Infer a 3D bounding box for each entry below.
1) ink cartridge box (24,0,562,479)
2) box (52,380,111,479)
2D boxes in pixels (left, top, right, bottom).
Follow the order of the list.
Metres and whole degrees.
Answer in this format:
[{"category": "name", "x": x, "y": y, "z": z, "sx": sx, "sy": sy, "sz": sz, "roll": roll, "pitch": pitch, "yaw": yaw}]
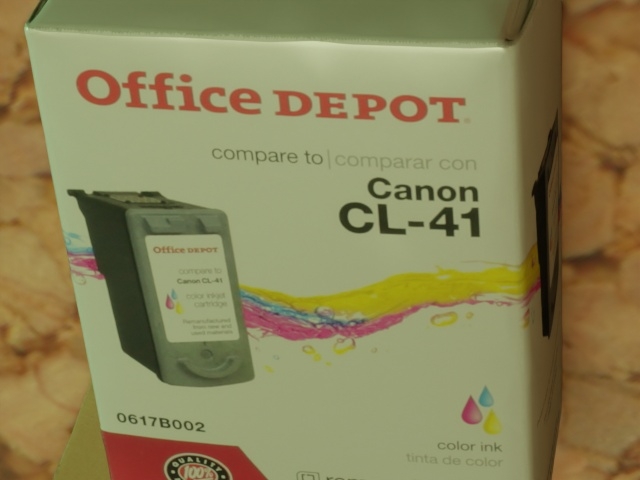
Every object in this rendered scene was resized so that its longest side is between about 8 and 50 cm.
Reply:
[{"category": "ink cartridge box", "x": 0.000, "y": 0.000, "z": 0.929, "sx": 0.226, "sy": 0.131, "sz": 0.306, "roll": 3, "pitch": 128, "yaw": 13}, {"category": "box", "x": -0.061, "y": 0.166, "z": 1.142, "sx": 0.201, "sy": 0.021, "sz": 0.164, "roll": 23, "pitch": 129, "yaw": -2}]
